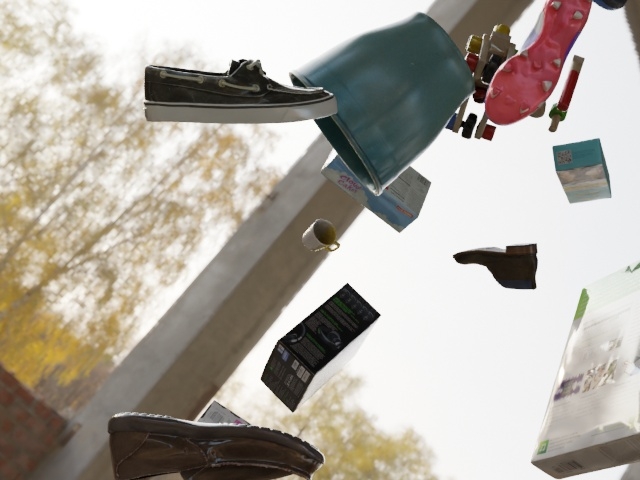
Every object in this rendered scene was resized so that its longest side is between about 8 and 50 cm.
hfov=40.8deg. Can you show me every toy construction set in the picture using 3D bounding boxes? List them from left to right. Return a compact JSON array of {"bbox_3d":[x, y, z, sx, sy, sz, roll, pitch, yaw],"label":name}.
[{"bbox_3d":[0.387,-0.358,1.768,0.309,0.237,0.257,10,-30,29],"label":"toy construction set"}]

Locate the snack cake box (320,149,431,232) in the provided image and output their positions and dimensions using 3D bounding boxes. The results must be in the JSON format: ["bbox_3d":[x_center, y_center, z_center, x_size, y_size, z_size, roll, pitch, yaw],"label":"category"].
[{"bbox_3d":[0.145,-0.160,2.205,0.264,0.152,0.089,37,-45,-10],"label":"snack cake box"}]

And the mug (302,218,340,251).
[{"bbox_3d":[-0.003,0.000,1.883,0.064,0.062,0.078,-33,-91,49],"label":"mug"}]

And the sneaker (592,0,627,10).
[{"bbox_3d":[0.406,-0.418,1.356,0.209,0.069,0.082,64,-34,31],"label":"sneaker"}]

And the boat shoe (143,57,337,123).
[{"bbox_3d":[-0.087,-0.168,0.963,0.078,0.219,0.070,-132,-138,-72],"label":"boat shoe"}]

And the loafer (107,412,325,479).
[{"bbox_3d":[-0.176,0.371,1.429,0.366,0.130,0.134,5,-18,4],"label":"loafer"}]

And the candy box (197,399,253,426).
[{"bbox_3d":[-0.195,0.488,2.052,0.196,0.070,0.165,30,-31,14],"label":"candy box"}]

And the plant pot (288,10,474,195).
[{"bbox_3d":[0.123,-0.264,1.542,0.271,0.255,0.271,53,-2,3],"label":"plant pot"}]

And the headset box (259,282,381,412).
[{"bbox_3d":[0.005,0.273,2.231,0.131,0.283,0.246,44,-33,14],"label":"headset box"}]

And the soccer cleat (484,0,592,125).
[{"bbox_3d":[0.312,-0.259,1.235,0.083,0.248,0.095,29,-10,9],"label":"soccer cleat"}]

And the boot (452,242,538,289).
[{"bbox_3d":[0.402,0.066,1.982,0.219,0.082,0.106,-7,-90,45],"label":"boot"}]

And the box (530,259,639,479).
[{"bbox_3d":[0.422,0.164,1.199,0.058,0.322,0.232,32,-31,-9],"label":"box"}]

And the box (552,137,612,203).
[{"bbox_3d":[0.585,-0.150,1.911,0.101,0.060,0.244,-8,-18,22],"label":"box"}]
